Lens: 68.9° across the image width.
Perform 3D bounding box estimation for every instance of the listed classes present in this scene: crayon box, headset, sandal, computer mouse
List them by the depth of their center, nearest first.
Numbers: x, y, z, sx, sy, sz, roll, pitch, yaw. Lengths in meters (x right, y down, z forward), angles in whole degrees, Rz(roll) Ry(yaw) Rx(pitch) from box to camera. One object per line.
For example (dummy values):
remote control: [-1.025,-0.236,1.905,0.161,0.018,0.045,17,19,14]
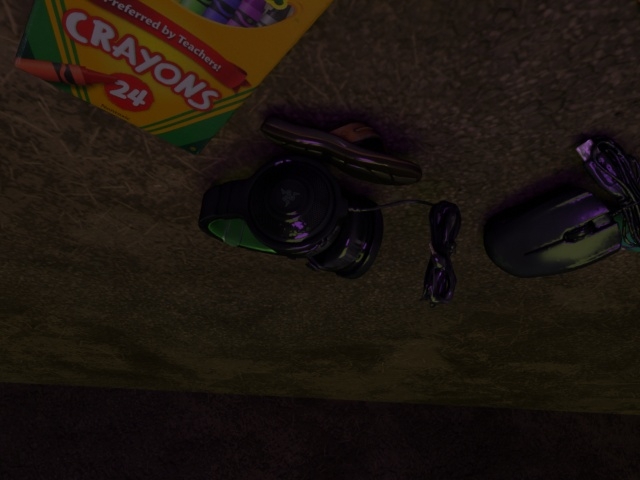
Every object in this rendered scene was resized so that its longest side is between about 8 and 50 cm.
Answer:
crayon box: [-0.126,-0.230,0.427,0.202,0.081,0.318,24,140,-31]
sandal: [0.033,-0.126,0.608,0.219,0.060,0.090,19,174,0]
headset: [0.000,0.000,0.661,0.394,0.185,0.243,-4,162,34]
computer mouse: [0.348,-0.014,0.699,0.188,0.072,0.272,52,143,-2]

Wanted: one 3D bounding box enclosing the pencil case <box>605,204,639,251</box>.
pencil case: [0.463,-0.021,0.751,0.152,0.064,0.070,11,120,-13]
